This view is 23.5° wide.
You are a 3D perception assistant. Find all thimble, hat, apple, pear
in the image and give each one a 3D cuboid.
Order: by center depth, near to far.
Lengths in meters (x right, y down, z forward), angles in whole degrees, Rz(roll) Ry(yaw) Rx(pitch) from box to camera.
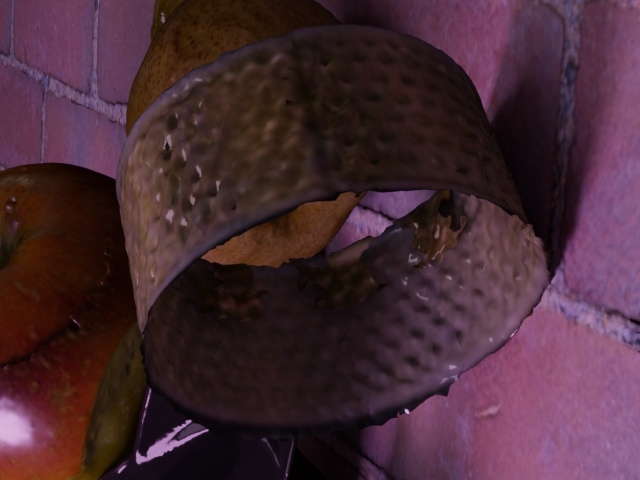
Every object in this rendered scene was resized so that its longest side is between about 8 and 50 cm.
[{"bbox_3d":[0.000,0.000,1.016,0.271,0.271,0.150,115,148,-46],"label":"thimble"},{"bbox_3d":[-0.057,-0.098,1.247,0.228,0.188,0.211,-54,42,32],"label":"pear"},{"bbox_3d":[-0.052,0.228,1.333,0.238,0.209,0.336,39,111,40],"label":"hat"},{"bbox_3d":[-0.255,0.123,1.515,0.384,0.374,0.374,-108,28,-52],"label":"apple"}]

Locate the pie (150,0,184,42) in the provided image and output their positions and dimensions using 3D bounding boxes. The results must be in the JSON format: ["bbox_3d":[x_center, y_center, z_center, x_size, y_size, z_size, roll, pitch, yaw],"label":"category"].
[{"bbox_3d":[-0.134,-0.150,1.595,0.277,0.078,0.277,-178,90,-67],"label":"pie"}]
